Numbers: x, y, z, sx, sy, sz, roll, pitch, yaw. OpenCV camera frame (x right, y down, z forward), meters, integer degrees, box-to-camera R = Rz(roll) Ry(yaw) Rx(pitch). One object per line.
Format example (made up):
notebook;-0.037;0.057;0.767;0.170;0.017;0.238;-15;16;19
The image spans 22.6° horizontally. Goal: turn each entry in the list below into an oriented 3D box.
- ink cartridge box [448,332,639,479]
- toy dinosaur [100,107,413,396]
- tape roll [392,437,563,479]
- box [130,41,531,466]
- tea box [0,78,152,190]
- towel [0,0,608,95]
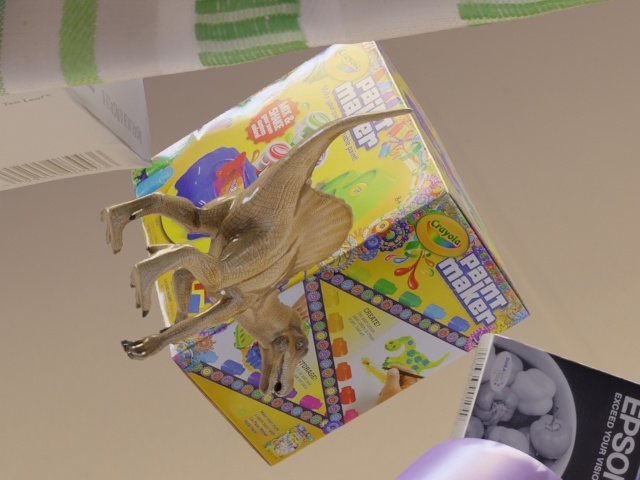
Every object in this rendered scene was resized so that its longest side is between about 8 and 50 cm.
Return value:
ink cartridge box;0.197;0.203;1.274;0.208;0.045;0.206;19;-98;-9
toy dinosaur;-0.028;-0.002;0.579;0.092;0.183;0.053;-12;-121;-19
tape roll;0.113;0.240;1.129;0.189;0.189;0.080;37;-136;21
box;0.000;0.000;1.491;0.279;0.177;0.290;-31;-142;8
tea box;-0.298;-0.185;0.937;0.329;0.220;0.324;-10;-100;6
towel;0.003;-0.177;0.486;0.324;0.038;0.248;-5;-104;22
